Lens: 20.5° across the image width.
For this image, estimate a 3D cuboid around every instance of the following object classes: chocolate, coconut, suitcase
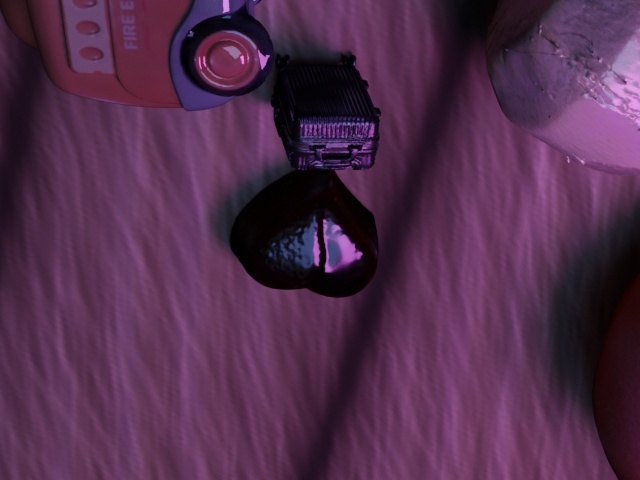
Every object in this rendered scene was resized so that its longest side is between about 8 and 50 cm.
[{"bbox_3d":[0.000,0.000,1.651,0.148,0.080,0.125,13,117,-18],"label":"chocolate"},{"bbox_3d":[0.270,-0.161,1.529,0.230,0.227,0.227,30,110,-18],"label":"coconut"},{"bbox_3d":[0.003,-0.112,1.557,0.086,0.126,0.059,-2,122,-11],"label":"suitcase"}]

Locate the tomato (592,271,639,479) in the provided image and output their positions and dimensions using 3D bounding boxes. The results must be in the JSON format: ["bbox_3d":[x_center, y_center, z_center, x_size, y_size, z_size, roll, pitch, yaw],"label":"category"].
[{"bbox_3d":[0.417,0.158,1.698,0.321,0.321,0.321,-5,121,-9],"label":"tomato"}]

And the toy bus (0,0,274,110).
[{"bbox_3d":[-0.151,-0.244,1.423,0.232,0.194,0.288,-2,122,3],"label":"toy bus"}]
